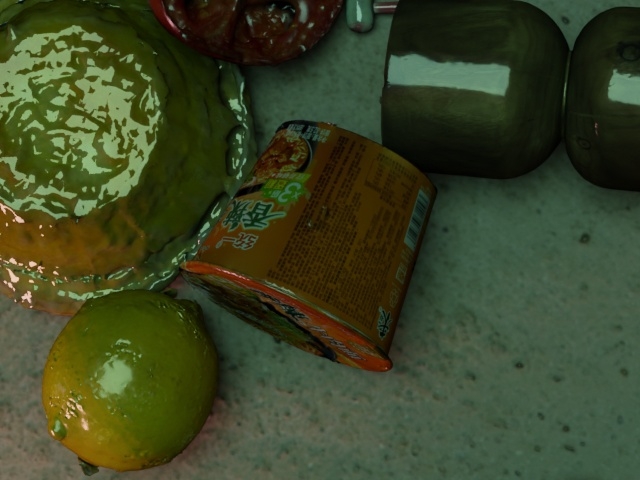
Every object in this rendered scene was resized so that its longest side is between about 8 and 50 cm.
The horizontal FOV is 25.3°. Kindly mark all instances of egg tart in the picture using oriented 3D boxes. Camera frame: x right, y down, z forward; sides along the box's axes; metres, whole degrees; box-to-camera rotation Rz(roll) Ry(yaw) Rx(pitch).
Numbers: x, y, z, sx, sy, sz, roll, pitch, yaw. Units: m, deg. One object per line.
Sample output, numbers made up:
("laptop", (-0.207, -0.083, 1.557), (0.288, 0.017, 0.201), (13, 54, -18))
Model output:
("egg tart", (-0.259, -0.112, 1.499), (0.388, 0.169, 0.387), (-1, 80, 6))

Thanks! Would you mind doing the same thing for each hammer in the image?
("hammer", (0.068, -0.248, 1.519), (0.083, 0.031, 0.052), (-2, 84, 5))

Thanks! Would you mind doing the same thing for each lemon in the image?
("lemon", (-0.188, 0.137, 1.434), (0.173, 0.173, 0.206), (26, 66, 14))

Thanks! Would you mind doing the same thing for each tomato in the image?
("tomato", (-0.089, -0.290, 1.493), (0.228, 0.101, 0.228), (0, 90, -27))

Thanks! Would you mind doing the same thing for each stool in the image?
("stool", (0.202, -0.145, 1.396), (0.264, 0.179, 0.179), (5, 82, 13))

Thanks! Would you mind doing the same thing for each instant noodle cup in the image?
("instant noodle cup", (0.000, 0.000, 1.401), (0.230, 0.230, 0.182), (21, 77, 14))
